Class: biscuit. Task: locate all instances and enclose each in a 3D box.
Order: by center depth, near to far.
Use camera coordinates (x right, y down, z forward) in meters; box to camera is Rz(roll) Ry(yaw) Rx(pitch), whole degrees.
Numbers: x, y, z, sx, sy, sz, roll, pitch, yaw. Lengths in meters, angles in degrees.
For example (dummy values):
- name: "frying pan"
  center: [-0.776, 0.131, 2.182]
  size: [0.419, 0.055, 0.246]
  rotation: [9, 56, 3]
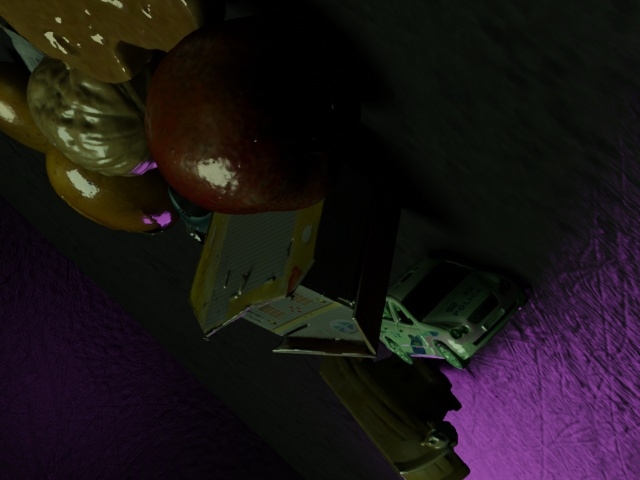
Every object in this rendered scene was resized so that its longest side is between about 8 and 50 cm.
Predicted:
- name: "biscuit"
  center: [-0.237, -0.267, 1.288]
  size: [0.351, 0.057, 0.312]
  rotation: [38, 155, -4]

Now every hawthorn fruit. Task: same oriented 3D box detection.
- name: "hawthorn fruit"
  center: [-0.065, -0.097, 1.204]
  size: [0.188, 0.169, 0.169]
  rotation: [5, 146, 40]

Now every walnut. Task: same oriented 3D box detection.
- name: "walnut"
  center: [-0.206, -0.145, 1.497]
  size: [0.184, 0.155, 0.155]
  rotation: [31, 165, 45]

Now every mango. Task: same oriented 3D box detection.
- name: "mango"
  center: [-0.252, -0.080, 1.918]
  size: [0.166, 0.136, 0.236]
  rotation: [34, 171, 17]
- name: "mango"
  center: [-0.410, -0.182, 2.158]
  size: [0.178, 0.090, 0.115]
  rotation: [39, 163, -30]

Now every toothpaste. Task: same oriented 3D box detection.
- name: "toothpaste"
  center: [-0.335, -0.168, 2.052]
  size: [0.099, 0.068, 0.282]
  rotation: [1, 141, 27]

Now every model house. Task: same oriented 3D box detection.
- name: "model house"
  center: [0.000, 0.000, 1.374]
  size: [0.136, 0.219, 0.207]
  rotation: [28, 147, -26]

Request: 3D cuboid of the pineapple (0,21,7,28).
- name: "pineapple"
  center: [-0.432, -0.329, 1.725]
  size: [0.225, 0.076, 0.225]
  rotation: [39, 171, 8]

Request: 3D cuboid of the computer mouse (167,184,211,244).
- name: "computer mouse"
  center: [-0.095, -0.020, 1.737]
  size: [0.137, 0.096, 0.233]
  rotation: [46, 165, -25]

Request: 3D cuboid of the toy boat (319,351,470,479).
- name: "toy boat"
  center: [0.093, 0.188, 1.846]
  size: [0.089, 0.121, 0.321]
  rotation: [48, 180, -32]

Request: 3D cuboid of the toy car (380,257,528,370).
- name: "toy car"
  center: [0.110, 0.061, 1.415]
  size: [0.076, 0.090, 0.224]
  rotation: [49, 166, -9]
